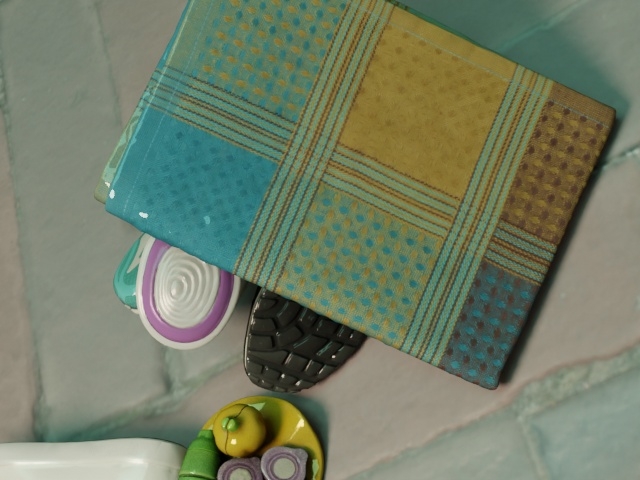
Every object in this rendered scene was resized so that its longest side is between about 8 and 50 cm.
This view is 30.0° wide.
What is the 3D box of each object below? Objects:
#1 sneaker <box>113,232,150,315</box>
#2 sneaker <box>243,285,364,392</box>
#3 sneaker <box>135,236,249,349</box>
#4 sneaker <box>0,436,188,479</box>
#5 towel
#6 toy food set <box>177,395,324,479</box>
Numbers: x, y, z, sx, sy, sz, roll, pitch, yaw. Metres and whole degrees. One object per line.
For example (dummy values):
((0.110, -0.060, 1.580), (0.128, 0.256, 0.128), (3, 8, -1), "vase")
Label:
((-0.125, -0.053, 1.182), (0.107, 0.110, 0.275), (38, 93, 41), "sneaker")
((0.000, 0.000, 1.103), (0.283, 0.107, 0.124), (-69, 19, 3), "sneaker")
((-0.095, -0.052, 1.088), (0.114, 0.152, 0.305), (18, 85, 1), "sneaker")
((-0.259, 0.259, 1.135), (0.290, 0.106, 0.123), (-10, 62, 29), "sneaker")
((0.030, -0.071, 1.001), (0.370, 0.040, 0.271), (25, 83, 0), "towel")
((-0.075, 0.234, 1.029), (0.128, 0.071, 0.218), (4, 71, 19), "toy food set")
